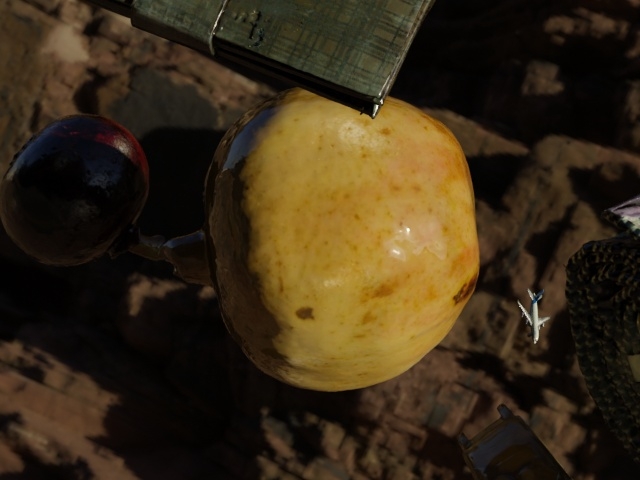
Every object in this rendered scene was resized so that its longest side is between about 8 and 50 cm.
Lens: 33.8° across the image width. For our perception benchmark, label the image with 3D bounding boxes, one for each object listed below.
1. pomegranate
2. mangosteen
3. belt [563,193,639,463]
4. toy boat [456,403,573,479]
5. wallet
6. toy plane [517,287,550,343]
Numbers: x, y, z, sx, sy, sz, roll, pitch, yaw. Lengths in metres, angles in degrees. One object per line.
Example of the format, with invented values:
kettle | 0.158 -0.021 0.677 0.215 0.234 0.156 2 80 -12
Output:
pomegranate | 0.000 0.000 1.114 0.342 0.343 0.342 25 -6 3
mangosteen | -0.333 -0.048 1.533 0.261 0.235 0.235 41 -10 -16
belt | 0.385 0.100 1.090 0.295 0.160 0.207 62 -36 16
toy boat | 0.316 0.392 1.223 0.445 0.136 0.162 56 0 14
wallet | -0.070 -0.216 0.766 0.317 0.169 0.044 23 -18 8
toy plane | 0.319 0.114 1.575 0.078 0.084 0.024 25 -24 -35
